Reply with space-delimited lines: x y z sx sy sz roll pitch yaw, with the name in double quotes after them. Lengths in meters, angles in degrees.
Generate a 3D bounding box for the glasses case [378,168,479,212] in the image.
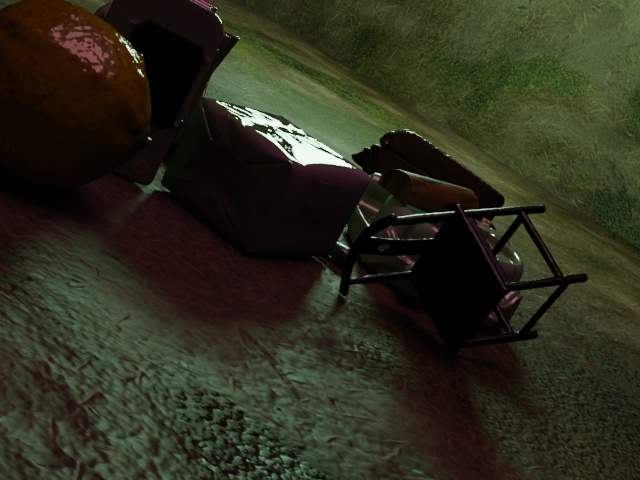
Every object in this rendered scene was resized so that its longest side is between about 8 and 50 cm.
0.165 -0.072 1.628 0.170 0.041 0.064 10 22 -47 "glasses case"

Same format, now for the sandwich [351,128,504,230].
0.220 -0.084 2.018 0.292 0.109 0.212 35 -6 34 "sandwich"

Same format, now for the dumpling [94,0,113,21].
-0.387 -0.389 2.047 0.134 0.100 0.169 -22 68 -28 "dumpling"

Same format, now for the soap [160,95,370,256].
-0.070 -0.078 1.422 0.182 0.138 0.199 35 15 28 "soap"

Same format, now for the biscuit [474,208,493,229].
0.177 -0.051 1.863 0.239 0.041 0.212 18 -21 14 "biscuit"

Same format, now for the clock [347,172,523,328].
0.182 0.023 1.629 0.265 0.108 0.324 27 14 -12 "clock"

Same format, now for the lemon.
-0.282 -0.154 1.162 0.231 0.192 0.192 32 14 4 "lemon"

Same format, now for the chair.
0.176 0.046 1.371 0.260 0.154 0.141 -5 53 -31 "chair"

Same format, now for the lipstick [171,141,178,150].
-0.229 -0.177 1.649 0.053 0.053 0.234 15 18 -46 "lipstick"

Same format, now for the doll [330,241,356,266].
0.000 0.000 1.526 0.125 0.027 0.037 33 13 30 "doll"

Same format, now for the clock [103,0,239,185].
-0.220 -0.233 1.474 0.166 0.235 0.309 26 13 -10 "clock"
